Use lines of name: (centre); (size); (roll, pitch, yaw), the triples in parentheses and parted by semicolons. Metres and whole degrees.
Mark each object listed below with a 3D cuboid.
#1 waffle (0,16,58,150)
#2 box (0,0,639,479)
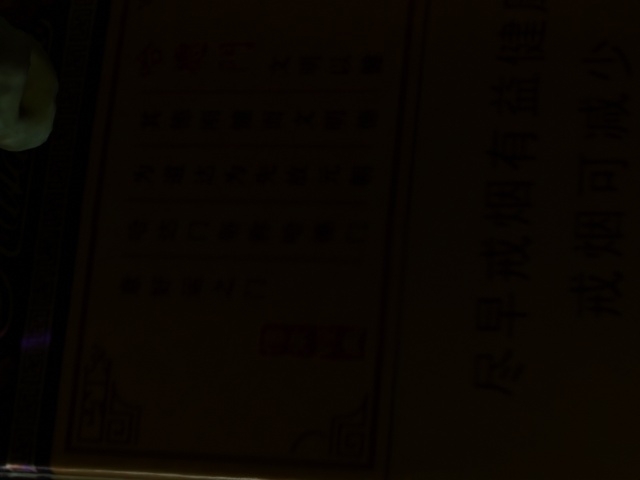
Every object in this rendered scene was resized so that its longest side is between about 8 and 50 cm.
waffle: (-0.235, -0.133, 0.606); (0.309, 0.056, 0.292); (33, 177, 30)
box: (-0.007, -0.012, 0.775); (0.415, 0.264, 0.116); (0, 165, 18)
